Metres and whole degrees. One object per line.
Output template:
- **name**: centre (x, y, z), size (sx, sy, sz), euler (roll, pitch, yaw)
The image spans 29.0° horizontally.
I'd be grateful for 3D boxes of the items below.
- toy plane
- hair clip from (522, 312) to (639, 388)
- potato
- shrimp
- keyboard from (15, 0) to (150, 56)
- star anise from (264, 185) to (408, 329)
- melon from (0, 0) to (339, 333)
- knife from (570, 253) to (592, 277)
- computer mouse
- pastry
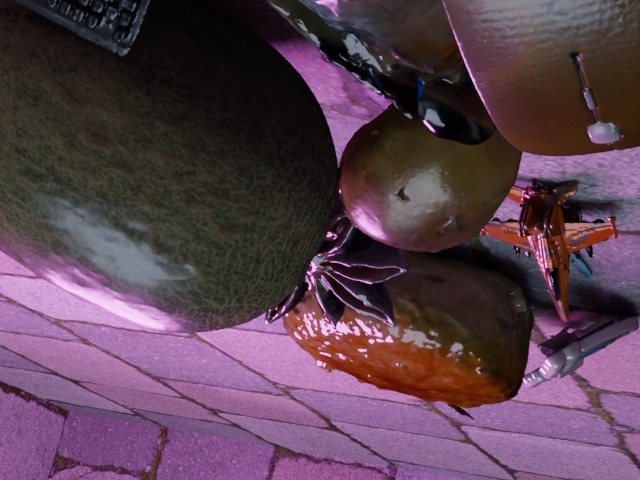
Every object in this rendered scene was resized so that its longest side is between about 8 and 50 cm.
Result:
- **toy plane**: centre (0.222, 0.008, 1.183), size (0.135, 0.062, 0.188), euler (1, 146, 25)
- **hair clip**: centre (0.300, 0.121, 1.448), size (0.140, 0.054, 0.220), euler (-25, 169, -8)
- **potato**: centre (0.086, -0.057, 1.002), size (0.137, 0.137, 0.176), euler (18, 160, -14)
- **shrimp**: centre (-0.017, -0.181, 0.738), size (0.221, 0.110, 0.446), euler (11, 162, 44)
- **keyboard**: centre (-0.211, -0.203, 0.790), size (0.230, 0.025, 0.093), euler (26, 121, -2)
- **star anise**: centre (0.000, 0.001, 1.266), size (0.230, 0.081, 0.262), euler (42, 139, 0)
- **melon**: centre (-0.140, -0.069, 0.931), size (0.329, 0.248, 0.248), euler (31, 158, -19)
- **knife**: centre (0.271, 0.023, 1.304), size (0.014, 0.005, 0.091), euler (2, 160, 30)
- **computer mouse**: centre (0.142, -0.121, 0.685), size (0.126, 0.056, 0.245), euler (-7, 143, 20)
- **pastry**: centre (0.098, 0.100, 1.458), size (0.330, 0.136, 0.329), euler (14, 163, 4)
